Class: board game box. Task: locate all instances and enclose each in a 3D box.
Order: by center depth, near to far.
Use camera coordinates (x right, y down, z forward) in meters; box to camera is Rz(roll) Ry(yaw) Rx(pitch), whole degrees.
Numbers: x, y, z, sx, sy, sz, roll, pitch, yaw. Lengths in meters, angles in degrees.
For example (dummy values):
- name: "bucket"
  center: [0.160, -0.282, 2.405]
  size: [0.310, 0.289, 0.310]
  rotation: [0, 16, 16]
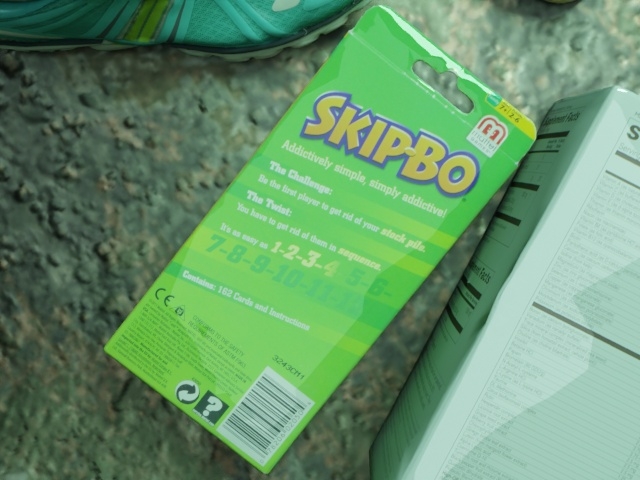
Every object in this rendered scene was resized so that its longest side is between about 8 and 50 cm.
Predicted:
- name: "board game box"
  center: [0.000, 0.000, 0.544]
  size: [0.124, 0.039, 0.259]
  rotation: [38, 98, -3]

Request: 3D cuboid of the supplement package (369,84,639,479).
- name: "supplement package"
  center: [0.141, 0.059, 0.495]
  size: [0.139, 0.134, 0.244]
  rotation: [28, 96, -1]

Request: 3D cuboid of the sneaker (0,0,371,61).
- name: "sneaker"
  center: [-0.091, -0.149, 0.496]
  size: [0.275, 0.110, 0.107]
  rotation: [-8, 95, 2]

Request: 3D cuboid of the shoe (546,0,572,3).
- name: "shoe"
  center: [0.077, -0.217, 0.510]
  size: [0.219, 0.058, 0.076]
  rotation: [37, 95, -2]
